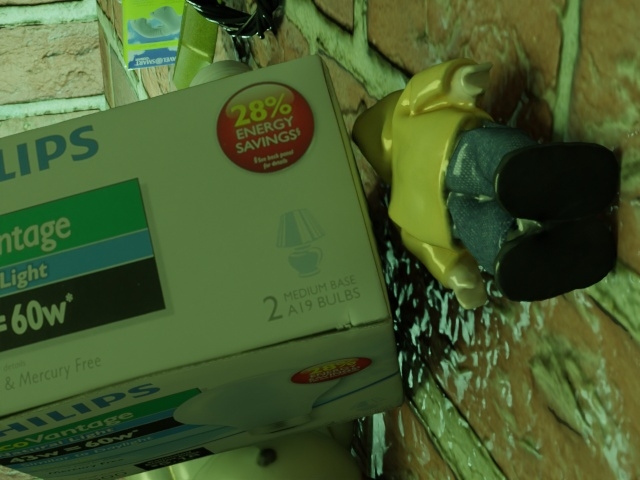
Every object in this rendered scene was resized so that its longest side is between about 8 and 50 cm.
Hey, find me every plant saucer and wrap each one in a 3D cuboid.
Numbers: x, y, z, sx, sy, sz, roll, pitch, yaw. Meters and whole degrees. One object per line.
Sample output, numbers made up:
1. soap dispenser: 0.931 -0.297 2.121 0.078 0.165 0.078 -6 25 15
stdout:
1. plant saucer: -0.172 -0.303 1.691 0.188 0.045 0.188 127 150 -69

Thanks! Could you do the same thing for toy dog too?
1. toy dog: -0.085 0.280 1.347 0.408 0.285 0.395 -159 61 -71

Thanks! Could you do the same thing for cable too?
1. cable: -0.120 -0.302 1.433 0.184 0.151 0.047 109 180 -68

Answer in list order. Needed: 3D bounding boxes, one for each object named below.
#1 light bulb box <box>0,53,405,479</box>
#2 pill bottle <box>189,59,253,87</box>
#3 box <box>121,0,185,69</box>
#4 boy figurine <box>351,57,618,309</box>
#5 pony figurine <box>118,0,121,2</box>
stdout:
1. light bulb box: -0.122 0.052 1.046 0.361 0.358 0.225 70 -174 -72
2. pill bottle: -0.092 -0.130 1.451 0.208 0.119 0.119 -120 26 -53
3. box: -0.283 -0.362 2.051 0.178 0.109 0.042 98 157 -46
4. boy figurine: 0.099 -0.042 0.849 0.285 0.092 0.177 -136 40 -68
5. pony figurine: -0.391 -0.602 2.109 0.351 0.303 0.363 150 127 -65
